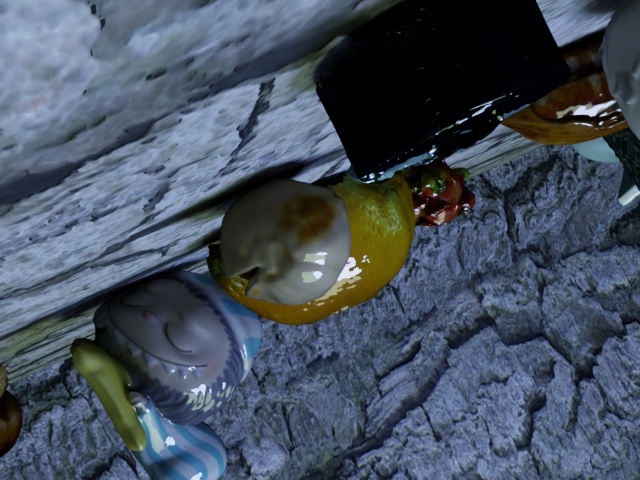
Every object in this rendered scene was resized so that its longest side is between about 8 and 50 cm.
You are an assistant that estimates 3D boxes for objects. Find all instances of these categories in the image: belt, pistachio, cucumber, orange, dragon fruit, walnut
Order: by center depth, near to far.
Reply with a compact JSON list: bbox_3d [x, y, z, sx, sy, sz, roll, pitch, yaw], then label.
[{"bbox_3d":[0.075,-0.094,0.553,0.151,0.078,0.198,-27,179,6],"label":"belt"},{"bbox_3d":[-0.034,0.000,0.904,0.144,0.144,0.215,-24,-177,-4],"label":"pistachio"},{"bbox_3d":[0.289,-0.162,0.945,0.207,0.116,0.116,-17,177,-1],"label":"walnut"},{"bbox_3d":[0.378,-0.111,1.059,0.044,0.257,0.043,-33,180,-1],"label":"cucumber"},{"bbox_3d":[0.006,0.008,1.230,0.262,0.196,0.334,-40,164,22],"label":"orange"},{"bbox_3d":[0.172,-0.078,1.390,0.138,0.142,0.175,11,170,24],"label":"dragon fruit"}]

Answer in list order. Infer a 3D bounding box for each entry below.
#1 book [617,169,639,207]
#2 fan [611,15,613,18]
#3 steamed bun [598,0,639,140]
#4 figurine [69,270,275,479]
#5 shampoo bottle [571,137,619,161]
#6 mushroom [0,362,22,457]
[{"bbox_3d":[0.612,-0.230,1.352,0.379,0.031,0.264,-50,180,38],"label":"book"},{"bbox_3d":[0.344,-0.244,0.836,0.133,0.005,0.085,-24,177,4],"label":"fan"},{"bbox_3d":[0.432,-0.164,0.692,0.374,0.241,0.374,-29,175,-2],"label":"steamed bun"},{"bbox_3d":[-0.167,0.204,1.392,0.377,0.361,0.266,-30,-159,-15],"label":"figurine"},{"bbox_3d":[0.449,-0.197,1.161,0.222,0.151,0.349,-18,177,4],"label":"shampoo bottle"},{"bbox_3d":[-0.610,0.306,1.406,0.278,0.163,0.297,-25,176,11],"label":"mushroom"}]
